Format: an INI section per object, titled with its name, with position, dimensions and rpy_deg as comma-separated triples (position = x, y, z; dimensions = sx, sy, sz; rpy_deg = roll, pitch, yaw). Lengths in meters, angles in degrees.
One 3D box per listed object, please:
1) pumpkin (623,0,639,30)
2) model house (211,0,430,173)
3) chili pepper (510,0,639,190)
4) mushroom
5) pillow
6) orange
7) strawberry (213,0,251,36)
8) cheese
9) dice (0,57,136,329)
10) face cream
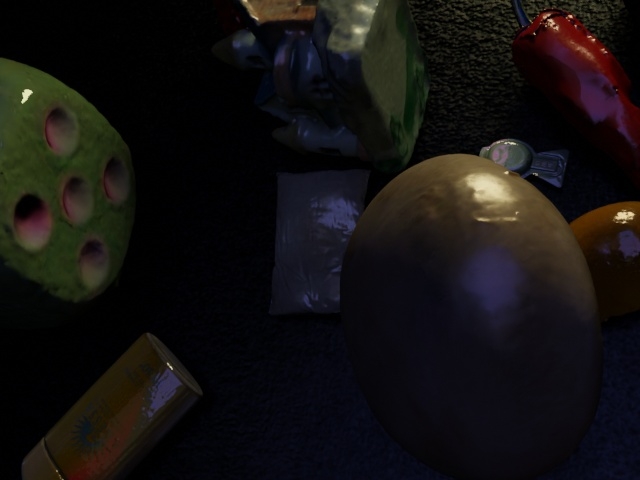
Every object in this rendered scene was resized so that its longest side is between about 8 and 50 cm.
[pumpkin]
position = 0.552, -0.372, 0.910
dimensions = 0.320, 0.192, 0.320
rpy_deg = -5, 68, 13
[model house]
position = -0.034, -0.240, 1.006
dimensions = 0.325, 0.267, 0.194
rpy_deg = 9, 67, 26
[chili pepper]
position = 0.360, -0.211, 0.959
dimensions = 0.110, 0.110, 0.387
rpy_deg = -32, 67, 3
[mushroom]
position = 0.184, 0.081, 0.786
dimensions = 0.294, 0.362, 0.362
rpy_deg = -8, 65, -19
[pillow]
position = 0.000, 0.000, 1.019
dimensions = 0.148, 0.050, 0.230
rpy_deg = -2, 67, 11
[orange]
position = 0.375, 0.016, 0.871
dimensions = 0.160, 0.112, 0.170
rpy_deg = 23, 67, 24
[strawberry]
position = -0.089, -0.407, 1.089
dimensions = 0.205, 0.244, 0.205
rpy_deg = -7, 69, 18
[cheese]
position = 0.283, -0.111, 0.985
dimensions = 0.120, 0.026, 0.067
rpy_deg = 12, 75, 20
[dice]
position = -0.487, -0.053, 1.035
dimensions = 0.322, 0.330, 0.318
rpy_deg = 0, 66, 18
[face cream]
position = -0.307, 0.277, 0.997
dimensions = 0.285, 0.067, 0.139
rpy_deg = -47, 62, -3
